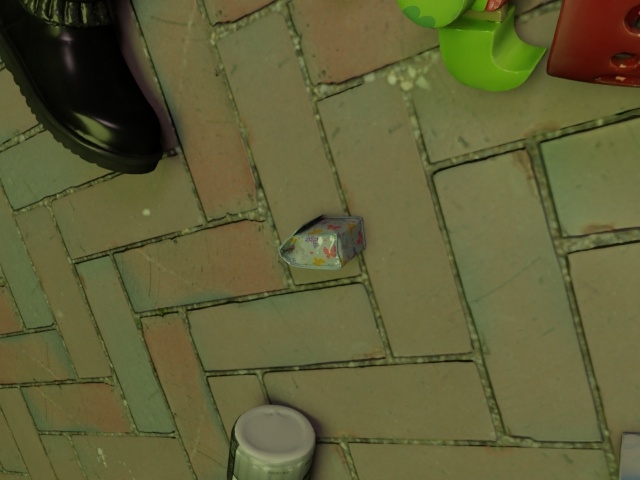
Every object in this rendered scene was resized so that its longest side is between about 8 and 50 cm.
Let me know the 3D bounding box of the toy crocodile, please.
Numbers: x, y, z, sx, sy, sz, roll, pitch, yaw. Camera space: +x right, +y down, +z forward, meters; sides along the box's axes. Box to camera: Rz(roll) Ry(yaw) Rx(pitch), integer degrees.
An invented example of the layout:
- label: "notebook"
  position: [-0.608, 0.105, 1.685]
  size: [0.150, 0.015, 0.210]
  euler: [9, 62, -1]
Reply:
- label: "toy crocodile"
  position: [0.126, -0.273, 0.408]
  size: [0.105, 0.115, 0.341]
  euler: [23, 138, 31]

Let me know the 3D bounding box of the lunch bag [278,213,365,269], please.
- label: "lunch bag"
  position: [0.000, 0.000, 0.651]
  size: [0.083, 0.071, 0.053]
  euler: [-1, 108, 31]

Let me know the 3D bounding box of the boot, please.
- label: "boot"
  position: [-0.283, -0.278, 0.688]
  size: [0.348, 0.131, 0.260]
  euler: [48, 124, 9]

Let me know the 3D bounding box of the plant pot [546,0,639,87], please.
- label: "plant pot"
  position: [0.259, -0.193, 0.368]
  size: [0.174, 0.191, 0.191]
  euler: [14, 114, 16]

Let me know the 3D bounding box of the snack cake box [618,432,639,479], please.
- label: "snack cake box"
  position: [0.417, 0.266, 0.486]
  size: [0.264, 0.089, 0.152]
  euler: [-8, 104, 33]

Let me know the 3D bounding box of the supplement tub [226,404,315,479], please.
- label: "supplement tub"
  position: [-0.075, 0.339, 0.786]
  size: [0.116, 0.117, 0.191]
  euler: [20, 116, 24]
